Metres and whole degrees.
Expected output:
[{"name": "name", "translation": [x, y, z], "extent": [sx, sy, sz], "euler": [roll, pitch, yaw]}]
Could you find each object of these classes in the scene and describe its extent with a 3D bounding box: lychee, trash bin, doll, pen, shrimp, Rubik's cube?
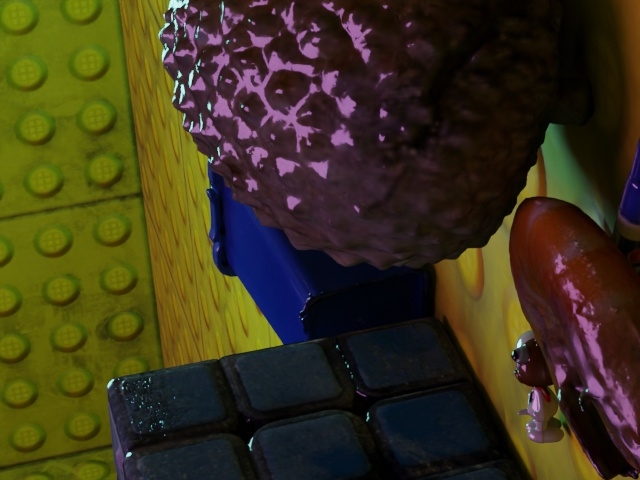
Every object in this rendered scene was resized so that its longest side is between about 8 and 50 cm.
[{"name": "lychee", "translation": [0.033, -0.110, 1.125], "extent": [0.255, 0.274, 0.255], "euler": [16, -90, -84]}, {"name": "trash bin", "translation": [0.000, 0.000, 1.649], "extent": [0.234, 0.162, 0.184], "euler": [-119, 21, -45]}, {"name": "doll", "translation": [0.151, 0.100, 1.258], "extent": [0.058, 0.040, 0.085], "euler": [-89, -5, -80]}, {"name": "pen", "translation": [0.178, 0.010, 1.062], "extent": [0.204, 0.025, 0.025], "euler": [93, 163, -50]}, {"name": "shrimp", "translation": [0.168, 0.083, 1.039], "extent": [0.150, 0.068, 0.249], "euler": [81, 166, -54]}, {"name": "Rubik's cube", "translation": [0.002, 0.283, 1.501], "extent": [0.305, 0.301, 0.304], "euler": [-115, 18, -55]}]

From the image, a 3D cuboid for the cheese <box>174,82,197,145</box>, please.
[{"name": "cheese", "translation": [-0.131, -0.201, 2.292], "extent": [0.175, 0.091, 0.202], "euler": [-135, 35, -71]}]
